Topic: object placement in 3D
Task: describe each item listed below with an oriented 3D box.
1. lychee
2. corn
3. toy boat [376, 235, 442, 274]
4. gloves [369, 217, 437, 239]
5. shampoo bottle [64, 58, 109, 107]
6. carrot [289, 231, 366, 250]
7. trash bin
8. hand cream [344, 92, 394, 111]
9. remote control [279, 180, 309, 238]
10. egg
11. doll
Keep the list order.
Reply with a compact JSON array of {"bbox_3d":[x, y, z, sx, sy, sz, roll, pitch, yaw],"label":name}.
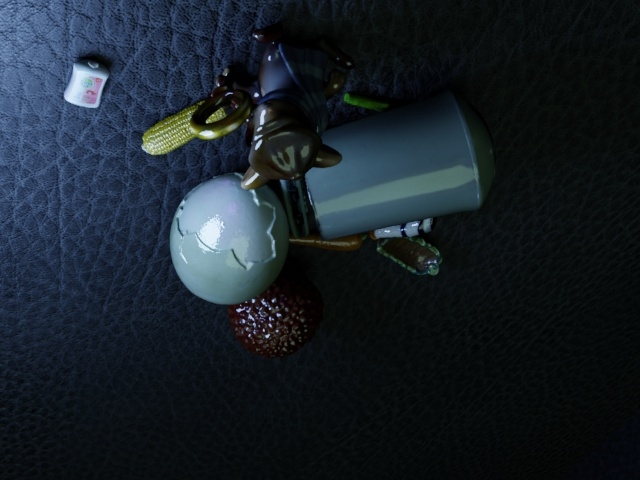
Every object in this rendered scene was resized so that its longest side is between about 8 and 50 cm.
[{"bbox_3d":[-0.118,0.180,2.162,0.264,0.300,0.264,21,142,18],"label":"lychee"},{"bbox_3d":[-0.295,-0.246,1.724,0.206,0.067,0.067,-26,140,8],"label":"corn"},{"bbox_3d":[0.231,0.023,2.206,0.108,0.099,0.293,-38,144,25],"label":"toy boat"},{"bbox_3d":[0.188,-0.084,2.059,0.218,0.131,0.140,10,146,17],"label":"gloves"},{"bbox_3d":[-0.465,-0.318,1.596,0.072,0.043,0.099,9,135,-28],"label":"shampoo bottle"},{"bbox_3d":[0.000,0.000,2.128,0.256,0.061,0.061,-2,139,-14],"label":"carrot"},{"bbox_3d":[0.181,-0.168,1.823,0.432,0.280,0.280,-15,141,3],"label":"trash bin"},{"bbox_3d":[0.110,-0.312,1.819,0.122,0.023,0.036,9,155,-29],"label":"hand cream"},{"bbox_3d":[-0.069,-0.134,1.877,0.056,0.140,0.296,-11,140,0],"label":"remote control"},{"bbox_3d":[-0.211,-0.013,1.863,0.278,0.278,0.336,-4,137,-14],"label":"egg"},{"bbox_3d":[-0.084,-0.275,1.577,0.318,0.340,0.209,-3,144,3],"label":"doll"}]
